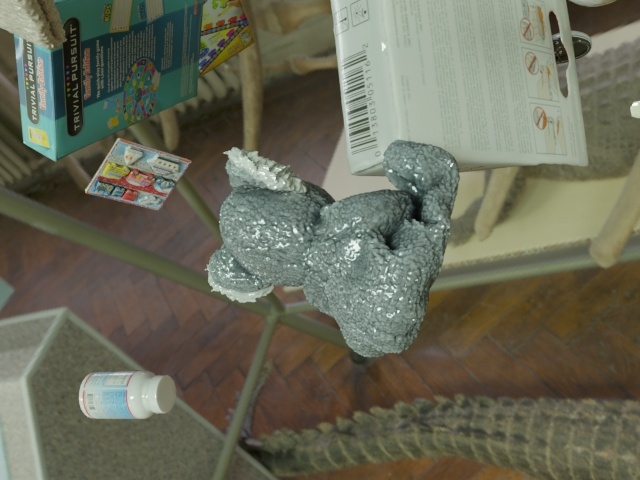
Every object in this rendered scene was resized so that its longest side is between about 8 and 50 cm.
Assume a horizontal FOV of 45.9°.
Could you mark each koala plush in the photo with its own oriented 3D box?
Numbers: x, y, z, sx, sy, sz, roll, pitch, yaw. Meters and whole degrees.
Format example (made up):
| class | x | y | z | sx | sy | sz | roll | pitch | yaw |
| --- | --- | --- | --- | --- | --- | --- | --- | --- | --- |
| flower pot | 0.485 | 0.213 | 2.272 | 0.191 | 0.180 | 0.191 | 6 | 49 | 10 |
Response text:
| class | x | y | z | sx | sy | sz | roll | pitch | yaw |
| --- | --- | --- | --- | --- | --- | --- | --- | --- | --- |
| koala plush | 0.000 | 0.000 | 0.734 | 0.203 | 0.221 | 0.196 | -71 | -1 | -54 |

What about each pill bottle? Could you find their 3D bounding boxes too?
| class | x | y | z | sx | sy | sz | roll | pitch | yaw |
| --- | --- | --- | --- | --- | --- | --- | --- | --- | --- |
| pill bottle | -0.346 | 0.278 | 1.363 | 0.160 | 0.087 | 0.087 | -5 | 46 | 21 |

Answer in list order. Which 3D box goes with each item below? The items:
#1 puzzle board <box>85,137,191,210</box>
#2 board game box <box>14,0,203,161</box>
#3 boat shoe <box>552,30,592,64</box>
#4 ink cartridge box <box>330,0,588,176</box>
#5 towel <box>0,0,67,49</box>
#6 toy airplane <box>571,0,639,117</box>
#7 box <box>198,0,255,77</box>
| class | x | y | z | sx | sy | sz | roll | pitch | yaw |
| --- | --- | --- | --- | --- | --- | --- | --- | --- | --- |
| puzzle board | -0.257 | -0.091 | 1.080 | 0.096 | 0.128 | 0.011 | -51 | 53 | 20 |
| board game box | -0.329 | -0.309 | 1.222 | 0.079 | 0.254 | 0.336 | 28 | 40 | 21 |
| boat shoe | 0.330 | -0.272 | 1.110 | 0.142 | 0.049 | 0.040 | -7 | 43 | 2 |
| ink cartridge box | 0.180 | -0.236 | 0.933 | 0.091 | 0.385 | 0.308 | -11 | 84 | 47 |
| towel | -0.354 | -0.290 | 0.714 | 0.049 | 0.187 | 0.282 | -63 | -3 | -17 |
| toy airplane | 0.330 | -0.276 | 0.639 | 0.272 | 0.384 | 0.386 | -15 | 46 | 23 |
| box | -0.311 | -0.546 | 1.584 | 0.177 | 0.279 | 0.290 | -34 | 65 | -7 |
